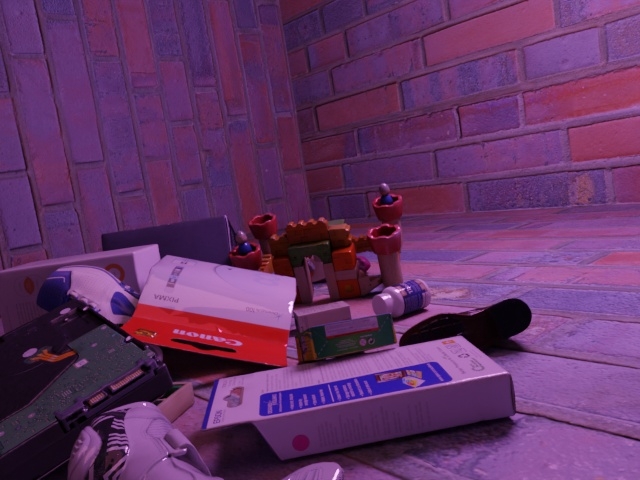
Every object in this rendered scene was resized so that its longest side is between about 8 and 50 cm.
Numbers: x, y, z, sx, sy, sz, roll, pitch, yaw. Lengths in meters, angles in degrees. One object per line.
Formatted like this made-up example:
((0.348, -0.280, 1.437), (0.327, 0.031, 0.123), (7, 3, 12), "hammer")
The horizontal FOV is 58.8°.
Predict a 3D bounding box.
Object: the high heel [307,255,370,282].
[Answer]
((0.029, 0.086, 1.747), (0.244, 0.082, 0.117), (-15, -14, 24), "high heel")

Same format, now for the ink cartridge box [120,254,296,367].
((-0.206, 0.127, 1.145), (0.309, 0.091, 0.385), (11, 7, -5), "ink cartridge box")

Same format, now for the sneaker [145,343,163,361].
((-0.416, 0.216, 1.049), (0.282, 0.105, 0.115), (-8, 7, 11), "sneaker")

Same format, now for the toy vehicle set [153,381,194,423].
((-0.347, 0.265, 0.850), (0.267, 0.035, 0.166), (-7, 7, 18), "toy vehicle set")

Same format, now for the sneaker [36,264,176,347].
((-0.460, 0.163, 1.197), (0.316, 0.127, 0.182), (20, 17, 1), "sneaker")

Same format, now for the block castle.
((0.000, 0.000, 1.546), (0.454, 0.212, 0.303), (-8, 24, 13), "block castle")

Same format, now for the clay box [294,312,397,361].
((0.031, 0.162, 0.926), (0.128, 0.053, 0.222), (-9, -10, -12), "clay box")

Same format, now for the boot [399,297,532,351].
((0.233, 0.158, 0.949), (0.219, 0.082, 0.106), (-13, -15, -4), "boot")

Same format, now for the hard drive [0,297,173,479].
((-0.398, 0.203, 0.831), (0.237, 0.064, 0.339), (-32, 28, -34), "hard drive")

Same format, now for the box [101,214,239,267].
((-0.410, 0.067, 1.657), (0.344, 0.178, 0.312), (-9, -9, -5), "box")

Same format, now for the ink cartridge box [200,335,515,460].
((0.042, 0.203, 0.745), (0.371, 0.069, 0.176), (-7, 6, -4), "ink cartridge box")

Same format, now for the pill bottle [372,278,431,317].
((0.171, 0.126, 1.209), (0.120, 0.067, 0.067), (-13, 8, -33), "pill bottle")

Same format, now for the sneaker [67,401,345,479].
((-0.087, 0.228, 0.441), (0.211, 0.137, 0.366), (-9, 12, -9), "sneaker")

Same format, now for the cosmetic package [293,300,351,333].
((0.004, 0.164, 1.217), (0.115, 0.041, 0.060), (-10, 6, -11), "cosmetic package")

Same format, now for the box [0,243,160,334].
((-0.570, 0.144, 1.386), (0.346, 0.214, 0.168), (-8, 6, 4), "box")
